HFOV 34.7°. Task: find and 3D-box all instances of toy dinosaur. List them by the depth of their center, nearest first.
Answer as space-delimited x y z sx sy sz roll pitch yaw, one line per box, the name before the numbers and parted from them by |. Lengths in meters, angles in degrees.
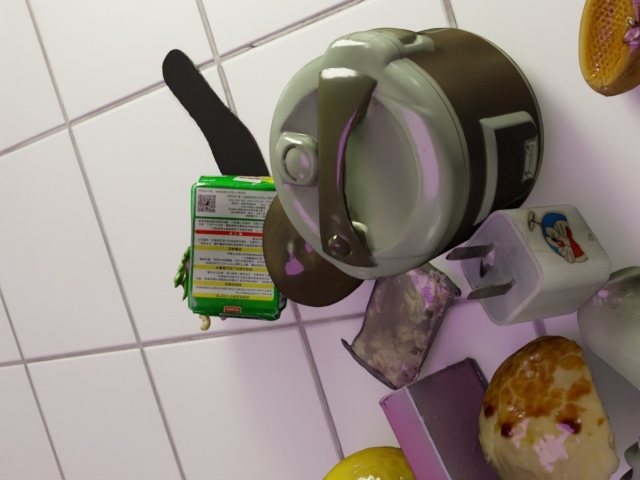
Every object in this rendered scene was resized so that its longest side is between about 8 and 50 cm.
toy dinosaur | -0.163 0.066 1.902 0.177 0.152 0.194 27 105 6

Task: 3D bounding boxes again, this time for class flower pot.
flower pot | 0.491 0.206 1.319 0.254 0.164 0.368 -18 89 57

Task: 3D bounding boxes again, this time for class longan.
longan | 0.000 0.000 1.657 0.196 0.196 0.220 -15 72 44

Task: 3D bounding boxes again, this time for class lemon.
lemon | 0.094 0.474 1.729 0.236 0.236 0.263 19 99 36

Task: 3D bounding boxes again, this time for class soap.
soap | 0.220 0.327 1.581 0.081 0.181 0.259 -35 77 44

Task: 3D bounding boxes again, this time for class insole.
insole | -0.189 -0.209 1.884 0.348 0.009 0.119 54 131 12

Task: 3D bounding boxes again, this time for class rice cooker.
rice cooker | 0.116 -0.128 1.418 0.335 0.325 0.335 17 116 37

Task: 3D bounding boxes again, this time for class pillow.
pillow | 0.138 0.131 1.681 0.169 0.059 0.255 38 125 27

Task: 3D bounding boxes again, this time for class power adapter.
power adapter | 0.256 0.035 1.342 0.125 0.205 0.130 -55 52 43

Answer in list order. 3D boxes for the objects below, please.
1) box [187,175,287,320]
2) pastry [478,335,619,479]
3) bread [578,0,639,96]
box | -0.139 0.010 1.778 0.180 0.103 0.250 4 95 1
pastry | 0.306 0.267 1.449 0.256 0.170 0.237 -160 52 -86
bread | 0.386 -0.275 1.298 0.114 0.077 0.189 40 132 50
